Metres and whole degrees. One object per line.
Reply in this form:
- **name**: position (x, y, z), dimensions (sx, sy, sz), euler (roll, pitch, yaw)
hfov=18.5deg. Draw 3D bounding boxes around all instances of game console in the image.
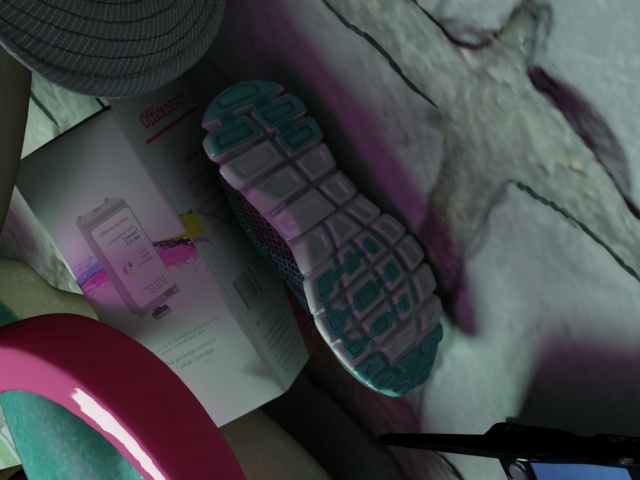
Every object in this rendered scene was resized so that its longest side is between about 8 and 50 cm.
- **game console**: position (0.102, 0.119, 0.885), dimensions (0.122, 0.071, 0.107), euler (0, 119, 57)

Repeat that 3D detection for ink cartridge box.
- **ink cartridge box**: position (-0.081, -0.012, 0.967), dimensions (0.067, 0.115, 0.198), euler (-28, 96, 17)

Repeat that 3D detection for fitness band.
- **fitness band**: position (-0.138, 0.146, 0.983), dimensions (0.291, 0.054, 0.209), euler (-21, 96, 49)

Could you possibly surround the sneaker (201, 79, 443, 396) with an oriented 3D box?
- **sneaker**: position (0.000, 0.000, 0.943), dimensions (0.166, 0.065, 0.076), euler (59, 167, 0)

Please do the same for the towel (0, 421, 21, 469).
- **towel**: position (-0.196, 0.177, 1.441), dimensions (0.113, 0.023, 0.152), euler (52, 148, 3)

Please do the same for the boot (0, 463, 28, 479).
- **boot**: position (-0.131, 0.250, 1.350), dimensions (0.206, 0.090, 0.248), euler (0, 137, 40)

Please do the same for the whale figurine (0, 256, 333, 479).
- **whale figurine**: position (-0.110, 0.122, 1.066), dimensions (0.272, 0.141, 0.216), euler (41, 171, -11)

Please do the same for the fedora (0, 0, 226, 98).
- **fedora**: position (-0.082, -0.204, 0.729), dimensions (0.124, 0.243, 0.275), euler (-27, 92, 31)

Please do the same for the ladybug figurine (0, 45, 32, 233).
- **ladybug figurine**: position (-0.271, -0.080, 1.012), dimensions (0.449, 0.161, 0.305), euler (-163, 83, -67)
